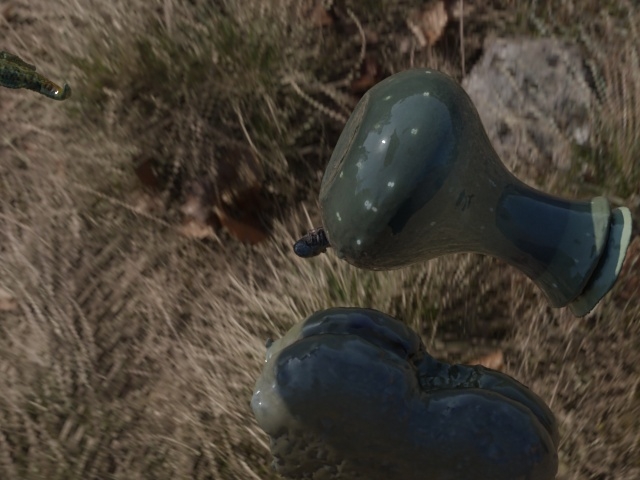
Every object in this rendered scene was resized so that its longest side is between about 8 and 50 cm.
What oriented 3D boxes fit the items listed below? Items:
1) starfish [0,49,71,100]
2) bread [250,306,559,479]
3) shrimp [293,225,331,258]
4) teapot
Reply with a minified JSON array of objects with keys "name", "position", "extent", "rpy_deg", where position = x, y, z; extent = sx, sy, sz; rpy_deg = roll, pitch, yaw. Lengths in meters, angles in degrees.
[{"name":"starfish","position":[-0.332,-0.149,1.345],"extent":[0.216,0.223,0.050],"rpy_deg":[1,102,24]},{"name":"bread","position":[0.088,0.185,1.012],"extent":[0.183,0.102,0.337],"rpy_deg":[-16,118,14]},{"name":"shrimp","position":[0.002,-0.003,1.658],"extent":[0.029,0.092,0.038],"rpy_deg":[35,115,17]},{"name":"teapot","position":[0.132,-0.032,1.253],"extent":[0.250,0.183,0.184],"rpy_deg":[23,79,-8]}]
